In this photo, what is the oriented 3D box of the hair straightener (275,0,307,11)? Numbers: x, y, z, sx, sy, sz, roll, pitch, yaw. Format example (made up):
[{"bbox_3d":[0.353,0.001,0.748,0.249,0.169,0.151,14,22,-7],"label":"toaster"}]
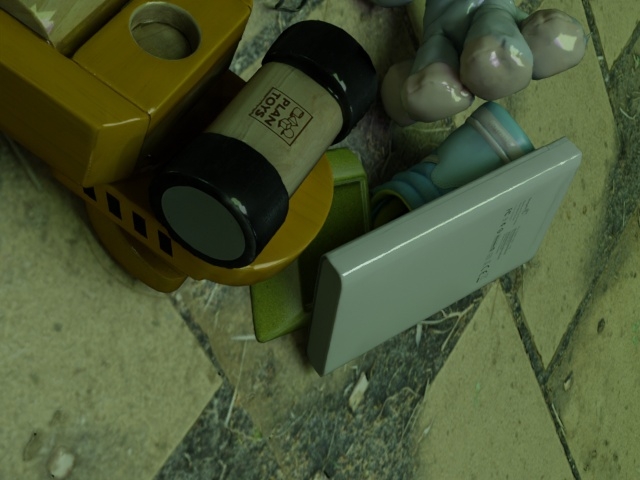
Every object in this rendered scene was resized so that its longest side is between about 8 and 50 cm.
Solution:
[{"bbox_3d":[0.006,-0.327,1.011,0.089,0.047,0.230,48,56,-39],"label":"hair straightener"}]

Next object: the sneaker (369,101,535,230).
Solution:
[{"bbox_3d":[0.152,-0.038,1.156,0.208,0.127,0.319,-36,160,-1],"label":"sneaker"}]

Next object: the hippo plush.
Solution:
[{"bbox_3d":[0.174,-0.287,1.070,0.294,0.234,0.237,-27,101,-27],"label":"hippo plush"}]

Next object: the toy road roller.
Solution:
[{"bbox_3d":[-0.141,-0.096,0.761,0.329,0.240,0.202,37,55,-2],"label":"toy road roller"}]

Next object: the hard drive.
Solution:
[{"bbox_3d":[0.128,0.019,1.003,0.307,0.040,0.203,-26,151,-23],"label":"hard drive"}]

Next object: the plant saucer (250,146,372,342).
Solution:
[{"bbox_3d":[0.000,0.000,1.012,0.188,0.045,0.188,-15,103,-49],"label":"plant saucer"}]
